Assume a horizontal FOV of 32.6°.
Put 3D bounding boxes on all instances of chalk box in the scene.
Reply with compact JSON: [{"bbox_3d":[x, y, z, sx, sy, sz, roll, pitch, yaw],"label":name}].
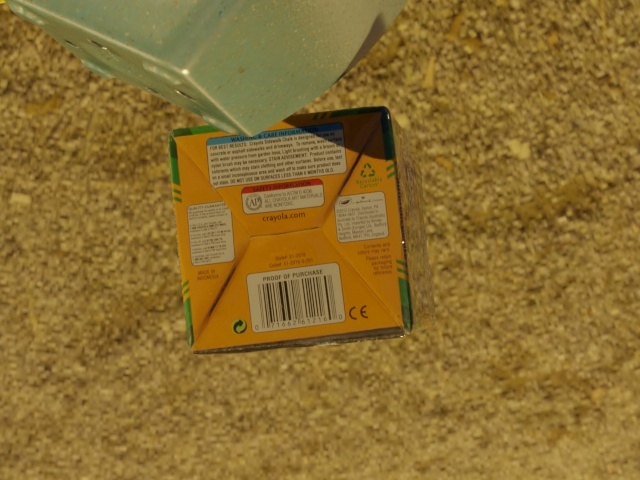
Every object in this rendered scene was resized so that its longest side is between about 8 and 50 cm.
[{"bbox_3d":[0.000,0.000,0.961,0.180,0.179,0.289,-6,176,9],"label":"chalk box"}]

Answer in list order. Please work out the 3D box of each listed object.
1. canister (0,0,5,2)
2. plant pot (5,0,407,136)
[{"bbox_3d":[-0.207,-0.262,0.776,0.073,0.170,0.126,-3,125,32],"label":"canister"},{"bbox_3d":[-0.071,-0.218,0.709,0.247,0.252,0.248,26,176,17],"label":"plant pot"}]
